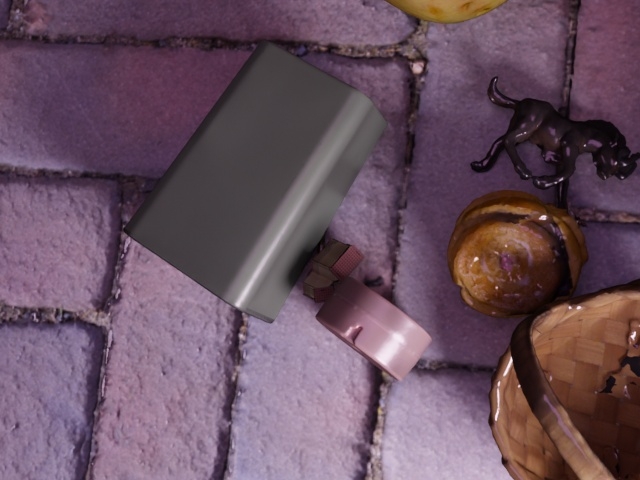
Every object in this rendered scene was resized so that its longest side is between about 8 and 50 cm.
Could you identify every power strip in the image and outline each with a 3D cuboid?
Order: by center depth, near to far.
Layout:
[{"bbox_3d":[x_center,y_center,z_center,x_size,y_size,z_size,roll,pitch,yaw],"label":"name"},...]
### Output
[{"bbox_3d":[0.073,0.120,1.470,0.154,0.154,0.078,34,84,16],"label":"power strip"}]

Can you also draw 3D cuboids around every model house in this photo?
[{"bbox_3d":[0.017,0.046,1.529,0.058,0.057,0.083,24,52,25],"label":"model house"}]

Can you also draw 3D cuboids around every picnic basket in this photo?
[{"bbox_3d":[0.337,0.203,1.274,0.337,0.337,0.293,-33,75,7],"label":"picnic basket"}]

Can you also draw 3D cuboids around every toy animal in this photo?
[{"bbox_3d":[0.318,-0.132,1.495,0.233,0.084,0.148,31,78,17],"label":"toy animal"}]

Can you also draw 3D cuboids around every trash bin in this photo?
[{"bbox_3d":[-0.084,-0.086,1.538,0.223,0.158,0.343,31,86,22],"label":"trash bin"}]

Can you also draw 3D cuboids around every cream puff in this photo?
[{"bbox_3d":[0.267,0.012,1.446,0.189,0.129,0.189,7,113,17],"label":"cream puff"}]

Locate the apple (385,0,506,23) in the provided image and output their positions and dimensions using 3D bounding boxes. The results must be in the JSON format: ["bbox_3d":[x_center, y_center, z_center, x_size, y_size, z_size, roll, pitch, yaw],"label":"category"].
[{"bbox_3d":[0.170,-0.472,1.465,0.339,0.305,0.338,-8,68,20],"label":"apple"}]

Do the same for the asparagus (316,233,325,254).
[{"bbox_3d":[0.000,0.000,1.577,0.015,0.014,0.114,1,81,-3],"label":"asparagus"}]
